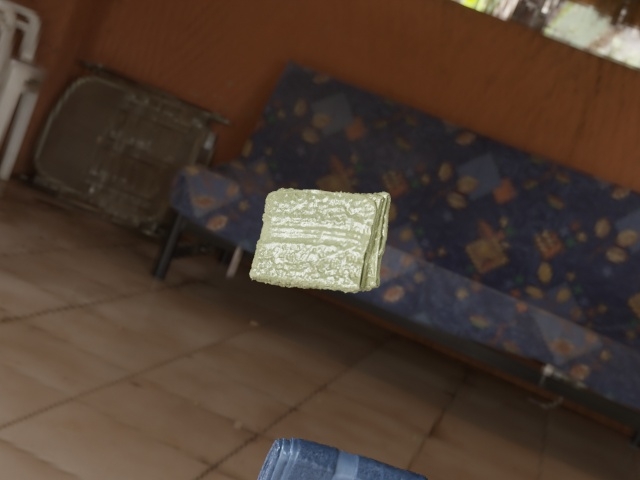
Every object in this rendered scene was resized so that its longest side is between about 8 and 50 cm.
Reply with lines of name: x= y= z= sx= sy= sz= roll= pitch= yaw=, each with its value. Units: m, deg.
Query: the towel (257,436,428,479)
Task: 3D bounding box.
towel: x=0.015 y=0.182 z=0.802 sx=0.119 sy=0.067 sz=0.029 roll=18 pitch=30 yaw=-7

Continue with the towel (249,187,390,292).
towel: x=0.000 y=0.000 z=1.111 sx=0.148 sy=0.110 sz=0.027 roll=3 pitch=-19 yaw=29
